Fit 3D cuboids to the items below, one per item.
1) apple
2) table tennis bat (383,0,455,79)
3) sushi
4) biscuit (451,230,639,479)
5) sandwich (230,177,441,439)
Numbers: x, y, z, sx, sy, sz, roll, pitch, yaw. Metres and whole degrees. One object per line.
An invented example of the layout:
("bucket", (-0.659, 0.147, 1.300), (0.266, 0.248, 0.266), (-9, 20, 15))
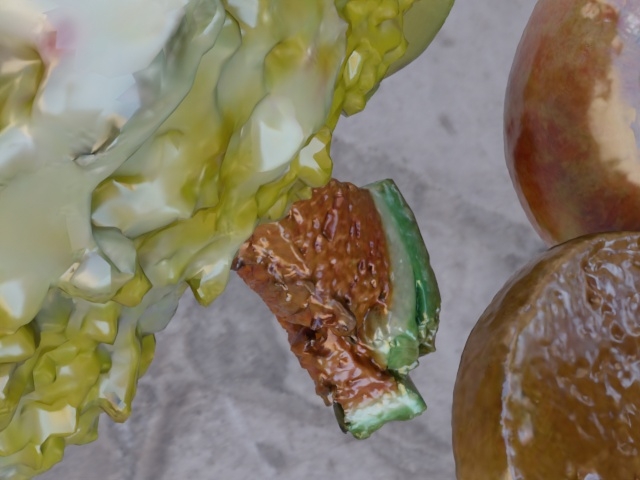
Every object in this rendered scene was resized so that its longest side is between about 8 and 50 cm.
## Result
("apple", (0.276, -0.084, 1.076), (0.301, 0.301, 0.302), (10, 67, -26))
("table tennis bat", (0.007, -0.226, 0.953), (0.224, 0.369, 0.054), (13, 50, -15))
("sushi", (-0.156, -0.093, 0.621), (0.351, 0.240, 0.396), (28, 72, 30))
("biscuit", (0.240, 0.146, 0.856), (0.367, 0.063, 0.314), (42, 53, -9))
("sandwich", (0.000, 0.000, 1.228), (0.301, 0.162, 0.250), (49, 11, -49))
